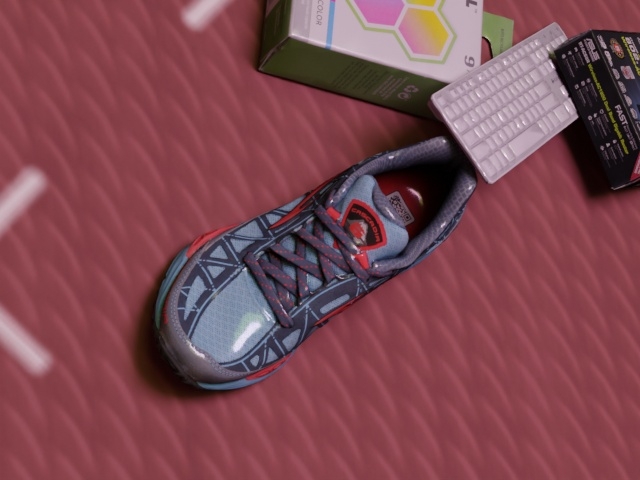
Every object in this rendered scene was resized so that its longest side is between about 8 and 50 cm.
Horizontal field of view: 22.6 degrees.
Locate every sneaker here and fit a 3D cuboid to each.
[{"bbox_3d":[0.000,0.000,1.059,0.262,0.125,0.104,-36,87,-31],"label":"sneaker"}]

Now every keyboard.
[{"bbox_3d":[0.149,-0.105,1.172,0.072,0.014,0.256,51,33,3],"label":"keyboard"}]

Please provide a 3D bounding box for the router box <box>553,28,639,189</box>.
[{"bbox_3d":[0.238,-0.102,1.240,0.092,0.038,0.122,-8,73,-55],"label":"router box"}]

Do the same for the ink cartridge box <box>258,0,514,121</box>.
[{"bbox_3d":[0.064,-0.158,1.185,0.209,0.062,0.109,14,65,-20],"label":"ink cartridge box"}]
